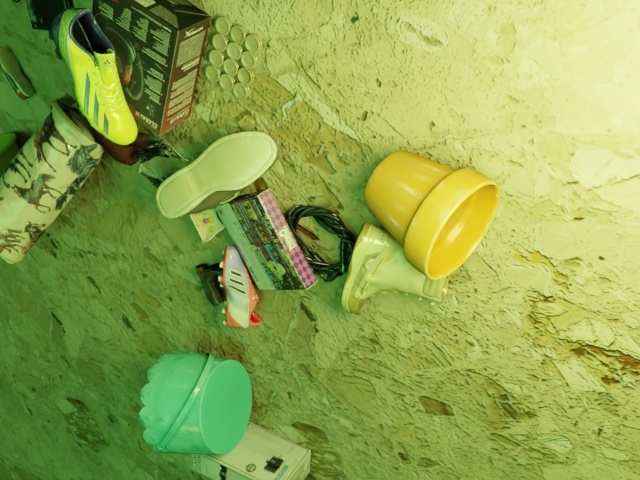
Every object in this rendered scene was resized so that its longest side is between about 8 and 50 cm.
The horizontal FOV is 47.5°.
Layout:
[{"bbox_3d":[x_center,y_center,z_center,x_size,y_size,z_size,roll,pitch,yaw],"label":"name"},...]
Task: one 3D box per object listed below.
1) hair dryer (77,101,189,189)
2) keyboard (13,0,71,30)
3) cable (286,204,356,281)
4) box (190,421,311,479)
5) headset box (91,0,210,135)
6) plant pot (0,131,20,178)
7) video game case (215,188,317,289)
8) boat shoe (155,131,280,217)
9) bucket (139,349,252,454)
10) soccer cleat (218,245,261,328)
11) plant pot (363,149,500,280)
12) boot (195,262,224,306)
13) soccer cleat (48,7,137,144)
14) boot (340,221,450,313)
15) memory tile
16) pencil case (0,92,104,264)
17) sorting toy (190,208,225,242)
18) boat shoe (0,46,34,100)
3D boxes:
[{"bbox_3d":[-0.422,-0.236,1.656,0.293,0.080,0.223,32,150,-2],"label":"hair dryer"},{"bbox_3d":[-0.653,-0.630,1.628,0.201,0.033,0.317,12,122,21],"label":"keyboard"},{"bbox_3d":[0.000,0.000,1.568,0.150,0.047,0.184,-31,97,41],"label":"cable"},{"bbox_3d":[-0.190,0.594,1.973,0.290,0.169,0.087,18,126,25],"label":"box"},{"bbox_3d":[-0.370,-0.382,1.530,0.218,0.110,0.293,34,134,12],"label":"headset box"},{"bbox_3d":[-0.870,-0.111,1.957,0.276,0.276,0.254,-5,126,35],"label":"plant pot"},{"bbox_3d":[-0.125,0.004,1.617,0.210,0.042,0.232,-6,114,57],"label":"video game case"},{"bbox_3d":[-0.212,-0.141,1.582,0.324,0.096,0.117,-27,81,26],"label":"boat shoe"},{"bbox_3d":[-0.316,0.422,1.891,0.183,0.281,0.281,-1,116,26],"label":"bucket"},{"bbox_3d":[-0.191,0.112,1.742,0.095,0.083,0.248,1,127,-1],"label":"soccer cleat"},{"bbox_3d":[0.188,-0.063,1.320,0.188,0.205,0.205,37,133,29],"label":"plant pot"},{"bbox_3d":[-0.257,0.114,1.814,0.106,0.037,0.114,4,118,42],"label":"boot"},{"bbox_3d":[-0.447,-0.329,1.479,0.121,0.093,0.289,-9,113,38],"label":"soccer cleat"},{"bbox_3d":[0.155,0.088,1.484,0.203,0.095,0.262,19,138,7],"label":"boot"},{"bbox_3d":[-0.178,-0.370,1.484,0.113,0.012,0.148,32,130,13],"label":"memory tile"},{"bbox_3d":[-0.681,-0.148,1.749,0.183,0.160,0.410,44,101,14],"label":"pencil case"},{"bbox_3d":[-0.261,-0.046,1.719,0.075,0.045,0.083,-15,108,31],"label":"sorting toy"},{"bbox_3d":[-0.773,-0.417,1.827,0.043,0.049,0.137,-14,114,40],"label":"boat shoe"}]
